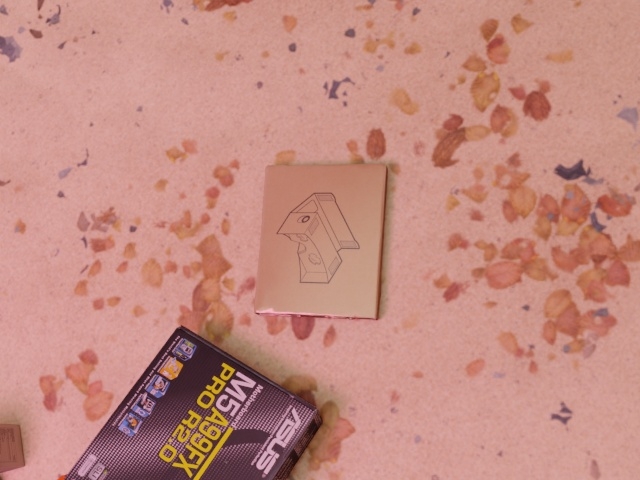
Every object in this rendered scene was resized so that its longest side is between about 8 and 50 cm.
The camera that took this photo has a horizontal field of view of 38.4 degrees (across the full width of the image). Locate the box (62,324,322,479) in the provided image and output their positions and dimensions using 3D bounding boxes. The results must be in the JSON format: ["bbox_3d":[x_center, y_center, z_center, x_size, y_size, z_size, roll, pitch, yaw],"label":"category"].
[{"bbox_3d":[-0.159,0.267,1.106,0.216,0.060,0.270,29,70,20],"label":"box"}]

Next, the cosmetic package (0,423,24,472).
[{"bbox_3d":[-0.434,0.268,1.184,0.041,0.115,0.060,-17,72,11],"label":"cosmetic package"}]

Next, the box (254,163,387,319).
[{"bbox_3d":[0.000,0.000,1.184,0.164,0.021,0.201,1,77,15],"label":"box"}]

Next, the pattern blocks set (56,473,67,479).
[{"bbox_3d":[-0.290,0.436,1.140,0.325,0.026,0.285,-3,82,9],"label":"pattern blocks set"}]
